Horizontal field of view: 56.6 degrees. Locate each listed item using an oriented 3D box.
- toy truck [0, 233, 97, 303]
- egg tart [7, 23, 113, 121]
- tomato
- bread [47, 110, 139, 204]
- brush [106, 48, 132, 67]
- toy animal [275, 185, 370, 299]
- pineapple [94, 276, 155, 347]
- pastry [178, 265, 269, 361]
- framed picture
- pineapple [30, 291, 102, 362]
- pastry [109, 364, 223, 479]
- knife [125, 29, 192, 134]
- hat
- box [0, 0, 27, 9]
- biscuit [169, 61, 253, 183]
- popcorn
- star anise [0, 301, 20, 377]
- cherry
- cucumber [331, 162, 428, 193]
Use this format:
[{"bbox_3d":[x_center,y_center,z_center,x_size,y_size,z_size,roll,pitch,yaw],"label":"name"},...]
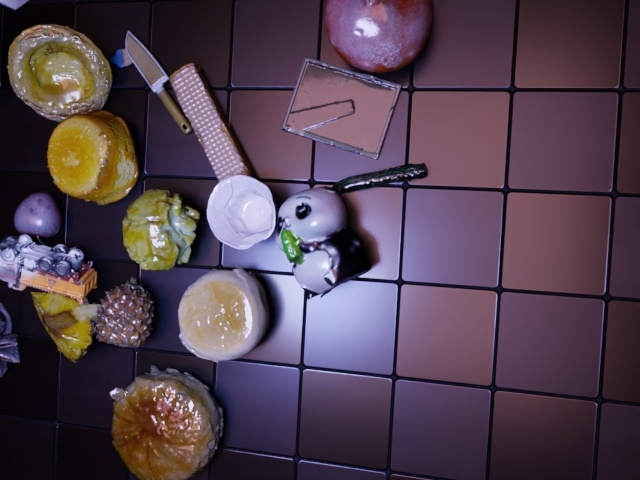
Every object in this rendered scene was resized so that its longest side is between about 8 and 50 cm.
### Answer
[{"bbox_3d":[-0.777,0.079,1.678,0.270,0.114,0.135,16,115,-2],"label":"toy truck"},{"bbox_3d":[-0.720,-0.468,1.658,0.288,0.288,0.118,-34,39,11],"label":"egg tart"},{"bbox_3d":[0.139,-0.549,1.438,0.270,0.227,0.271,-1,88,13],"label":"tomato"},{"bbox_3d":[-0.640,-0.234,1.663,0.268,0.145,0.269,0,92,17],"label":"bread"},{"bbox_3d":[-0.613,-0.518,1.718,0.164,0.014,0.051,-8,88,14],"label":"brush"},{"bbox_3d":[-0.007,0.002,1.489,0.212,0.212,0.267,-32,87,11],"label":"toy animal"},{"bbox_3d":[-0.536,0.195,1.638,0.166,0.166,0.193,3,74,13],"label":"pineapple"},{"bbox_3d":[-0.257,0.196,1.586,0.264,0.133,0.265,0,90,13],"label":"pastry"},{"bbox_3d":[0.052,-0.350,1.566,0.281,0.019,0.209,21,96,12],"label":"framed picture"},{"bbox_3d":[-0.711,0.238,1.720,0.249,0.164,0.140,39,138,14],"label":"pineapple"},{"bbox_3d":[-0.418,0.508,1.627,0.329,0.136,0.330,0,89,13],"label":"pastry"},{"bbox_3d":[-0.454,-0.449,1.675,0.061,0.027,0.343,-36,86,10],"label":"knife"},{"bbox_3d":[-0.185,-0.072,1.565,0.203,0.126,0.203,0,89,19],"label":"hat"},{"bbox_3d":[-0.875,-0.795,1.742,0.199,0.081,0.135,-29,85,14],"label":"box"},{"bbox_3d":[-0.299,-0.309,1.628,0.094,0.054,0.379,-29,84,11],"label":"biscuit"},{"bbox_3d":[-0.438,-0.029,1.604,0.204,0.183,0.221,12,97,43],"label":"popcorn"},{"bbox_3d":[-0.973,0.293,1.775,0.231,0.089,0.209,-42,94,16],"label":"star anise"},{"bbox_3d":[-0.788,-0.068,1.725,0.188,0.115,0.148,4,51,7],"label":"cherry"},{"bbox_3d":[0.149,-0.160,1.535,0.256,0.043,0.044,-11,83,14],"label":"cucumber"}]
